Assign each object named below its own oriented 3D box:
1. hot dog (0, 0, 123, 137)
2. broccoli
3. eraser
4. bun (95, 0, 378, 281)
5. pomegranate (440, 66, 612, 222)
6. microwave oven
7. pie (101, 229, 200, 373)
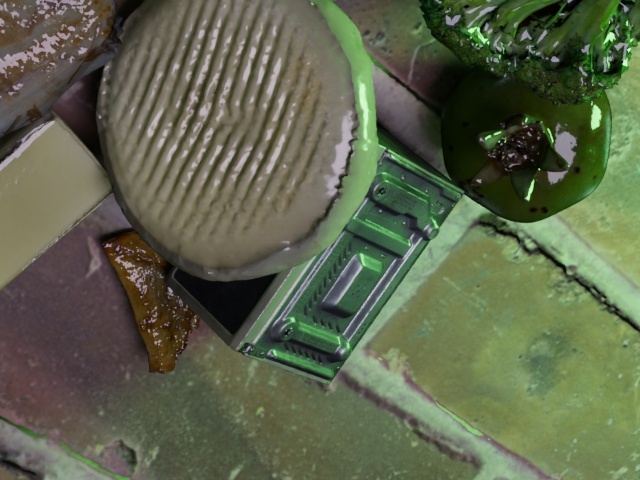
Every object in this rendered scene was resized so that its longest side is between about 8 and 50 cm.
[{"bbox_3d":[-0.292,-0.166,1.555,0.270,0.082,0.162,-36,123,2],"label":"hot dog"},{"bbox_3d":[0.224,-0.275,1.682,0.308,0.275,0.308,-5,101,-25],"label":"broccoli"},{"bbox_3d":[-0.285,-0.038,1.651,0.172,0.058,0.117,-41,131,-3],"label":"eraser"},{"bbox_3d":[-0.064,-0.110,1.635,0.146,0.287,0.287,-20,137,-64],"label":"bun"},{"bbox_3d":[0.205,-0.101,1.810,0.181,0.224,0.181,1,103,6],"label":"pomegranate"},{"bbox_3d":[0.000,0.000,1.782,0.194,0.145,0.240,26,101,-48],"label":"microwave oven"},{"bbox_3d":[-0.159,0.054,1.805,0.092,0.034,0.170,-30,123,-27],"label":"pie"}]
